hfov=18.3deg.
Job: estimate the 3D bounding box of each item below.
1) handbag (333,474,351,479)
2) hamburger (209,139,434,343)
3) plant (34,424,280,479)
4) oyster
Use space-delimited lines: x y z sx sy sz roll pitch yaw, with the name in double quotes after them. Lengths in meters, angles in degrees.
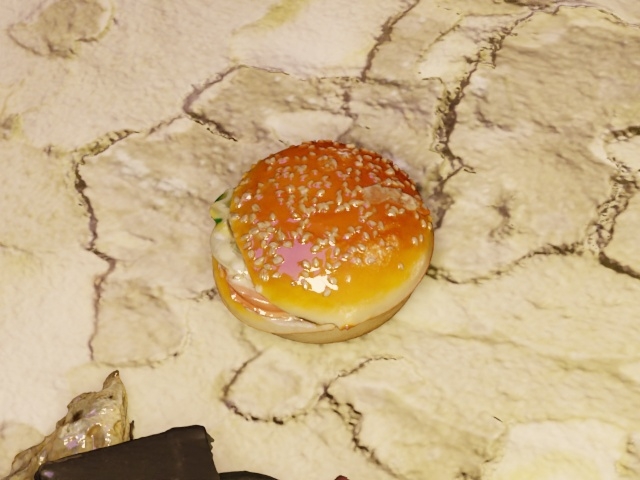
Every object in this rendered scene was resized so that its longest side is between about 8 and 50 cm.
-0.009 0.358 1.751 0.235 0.127 0.213 -38 93 -16 "handbag"
0.002 0.003 1.984 0.236 0.147 0.237 -6 57 9 "hamburger"
-0.138 0.260 1.817 0.256 0.142 0.164 6 31 -15 "plant"
-0.259 0.230 1.957 0.209 0.072 0.133 -34 51 -5 "oyster"
